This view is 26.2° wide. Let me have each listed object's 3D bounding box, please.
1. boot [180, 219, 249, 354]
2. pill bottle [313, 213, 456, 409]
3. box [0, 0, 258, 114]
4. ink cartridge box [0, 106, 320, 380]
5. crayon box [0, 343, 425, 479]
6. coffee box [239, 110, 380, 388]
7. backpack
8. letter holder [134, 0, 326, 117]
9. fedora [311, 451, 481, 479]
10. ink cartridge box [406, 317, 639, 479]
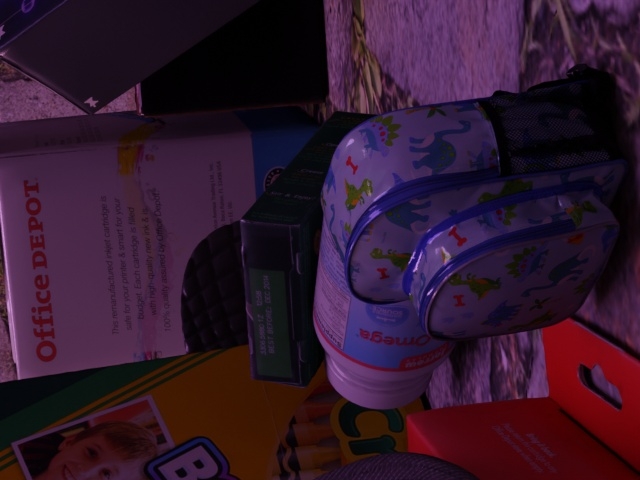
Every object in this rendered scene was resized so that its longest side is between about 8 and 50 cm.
[{"bbox_3d":[-0.040,0.167,1.113,0.223,0.118,0.338,121,135,-73],"label":"boot"},{"bbox_3d":[0.041,0.023,0.770,0.160,0.087,0.087,96,164,-48],"label":"pill bottle"},{"bbox_3d":[-0.102,-0.234,0.920,0.103,0.261,0.184,30,-143,-49],"label":"box"},{"bbox_3d":[-0.143,-0.008,1.213,0.197,0.270,0.198,-131,37,-71],"label":"ink cartridge box"},{"bbox_3d":[-0.063,0.221,0.818,0.363,0.313,0.106,-110,14,-49],"label":"crayon box"},{"bbox_3d":[0.000,0.000,0.873,0.184,0.040,0.113,-55,-32,-58],"label":"coffee box"},{"bbox_3d":[0.062,-0.010,0.569,0.105,0.114,0.084,102,159,-56],"label":"backpack"},{"bbox_3d":[-0.096,-0.269,1.151,0.214,0.152,0.302,-132,37,-75],"label":"letter holder"},{"bbox_3d":[0.003,0.214,0.494,0.124,0.243,0.275,52,-170,-15],"label":"fedora"},{"bbox_3d":[0.093,0.156,0.601,0.134,0.078,0.231,-140,46,-73],"label":"ink cartridge box"}]
